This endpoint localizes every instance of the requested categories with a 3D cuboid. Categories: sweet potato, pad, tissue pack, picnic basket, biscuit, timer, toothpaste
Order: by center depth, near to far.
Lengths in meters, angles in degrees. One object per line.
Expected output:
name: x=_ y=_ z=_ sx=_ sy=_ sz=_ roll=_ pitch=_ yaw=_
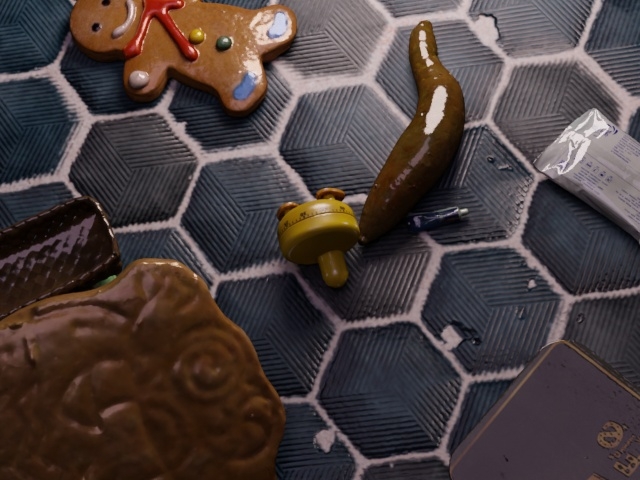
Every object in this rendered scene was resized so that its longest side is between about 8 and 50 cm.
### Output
biscuit: x=-0.223 y=0.234 z=1.375 sx=0.365 sy=0.062 sz=0.385 roll=-26 pitch=101 yaw=-10
pad: x=0.376 y=0.274 z=1.396 sx=0.375 sy=0.063 sz=0.315 roll=38 pitch=77 yaw=17
picnic basket: x=-0.332 y=0.030 z=1.407 sx=0.193 sy=0.055 sz=0.110 roll=-25 pitch=68 yaw=-7
timer: x=0.000 y=0.000 z=1.518 sx=0.107 sy=0.107 sz=0.109 roll=-16 pitch=65 yaw=0
tissue pack: x=0.389 y=-0.084 z=1.550 sx=0.193 sy=0.026 sz=0.122 roll=39 pitch=77 yaw=18
toothpaste: x=0.153 y=-0.030 z=1.559 sx=0.083 sy=0.019 sz=0.027 roll=-13 pitch=85 yaw=5
sweet potato: x=0.135 y=-0.150 z=1.576 sx=0.108 sy=0.079 sz=0.346 roll=7 pitch=66 yaw=22
biscuit: x=-0.209 y=-0.286 z=1.682 sx=0.324 sy=0.049 sz=0.205 roll=19 pitch=73 yaw=14

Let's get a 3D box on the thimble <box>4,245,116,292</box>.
thimble: x=-0.340 y=0.116 z=1.483 sx=0.219 sy=0.150 sz=0.219 roll=-2 pitch=67 yaw=5
